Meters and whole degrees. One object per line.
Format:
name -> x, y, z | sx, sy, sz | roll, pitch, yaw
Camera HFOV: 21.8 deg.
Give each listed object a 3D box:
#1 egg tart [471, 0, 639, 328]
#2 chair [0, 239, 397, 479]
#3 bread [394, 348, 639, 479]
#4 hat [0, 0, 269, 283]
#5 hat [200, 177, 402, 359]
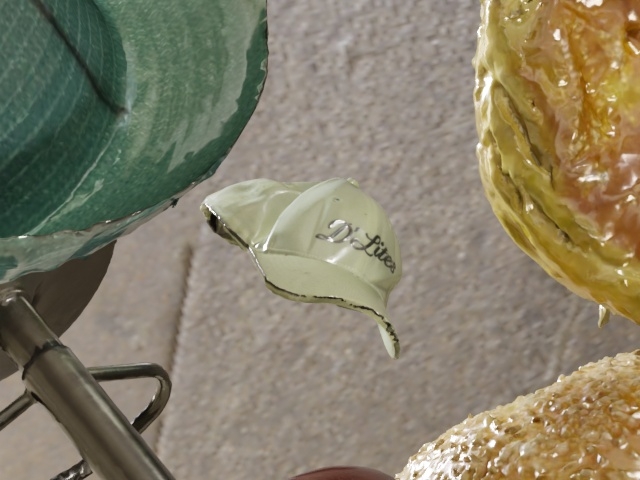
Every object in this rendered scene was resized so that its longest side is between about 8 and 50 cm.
egg tart -> 0.243, -0.100, 1.085 | 0.351, 0.153, 0.340 | 22, 88, -8
chair -> -0.104, 0.134, 0.938 | 0.401, 0.226, 0.226 | 44, 129, 33
bread -> 0.142, 0.179, 1.008 | 0.314, 0.192, 0.171 | -26, 85, 21
hat -> -0.110, -0.043, 0.372 | 0.078, 0.191, 0.138 | 64, -171, -52
hat -> -0.001, 0.006, 1.019 | 0.081, 0.122, 0.166 | -58, 22, 13
